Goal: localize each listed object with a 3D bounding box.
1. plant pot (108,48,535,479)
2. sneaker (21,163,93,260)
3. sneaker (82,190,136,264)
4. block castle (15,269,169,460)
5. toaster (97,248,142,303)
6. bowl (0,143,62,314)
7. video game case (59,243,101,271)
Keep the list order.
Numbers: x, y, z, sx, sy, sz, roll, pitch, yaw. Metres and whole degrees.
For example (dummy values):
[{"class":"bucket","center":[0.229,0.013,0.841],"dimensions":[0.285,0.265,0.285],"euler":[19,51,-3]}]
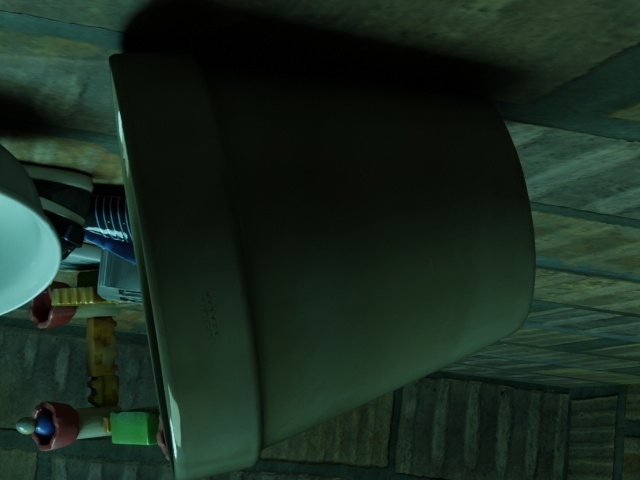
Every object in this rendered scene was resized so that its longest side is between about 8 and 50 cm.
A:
[{"class":"plant pot","center":[0.000,0.000,0.954],"dimensions":[0.280,0.323,0.323],"euler":[-9,172,-8]},{"class":"sneaker","center":[-0.370,-0.029,1.409],"dimensions":[0.217,0.121,0.079],"euler":[7,169,-9]},{"class":"sneaker","center":[-0.233,-0.026,1.504],"dimensions":[0.232,0.090,0.081],"euler":[26,175,11]},{"class":"block castle","center":[-0.317,0.195,2.054],"dimensions":[0.213,0.303,0.453],"euler":[1,175,-43]},{"class":"toaster","center":[-0.215,0.025,1.663],"dimensions":[0.186,0.110,0.168],"euler":[7,169,-7]},{"class":"bowl","center":[-0.401,-0.038,1.210],"dimensions":[0.298,0.134,0.298],"euler":[-6,150,-3]},{"class":"video game case","center":[-0.450,0.017,2.013],"dimensions":[0.227,0.026,0.206],"euler":[13,168,-39]}]
